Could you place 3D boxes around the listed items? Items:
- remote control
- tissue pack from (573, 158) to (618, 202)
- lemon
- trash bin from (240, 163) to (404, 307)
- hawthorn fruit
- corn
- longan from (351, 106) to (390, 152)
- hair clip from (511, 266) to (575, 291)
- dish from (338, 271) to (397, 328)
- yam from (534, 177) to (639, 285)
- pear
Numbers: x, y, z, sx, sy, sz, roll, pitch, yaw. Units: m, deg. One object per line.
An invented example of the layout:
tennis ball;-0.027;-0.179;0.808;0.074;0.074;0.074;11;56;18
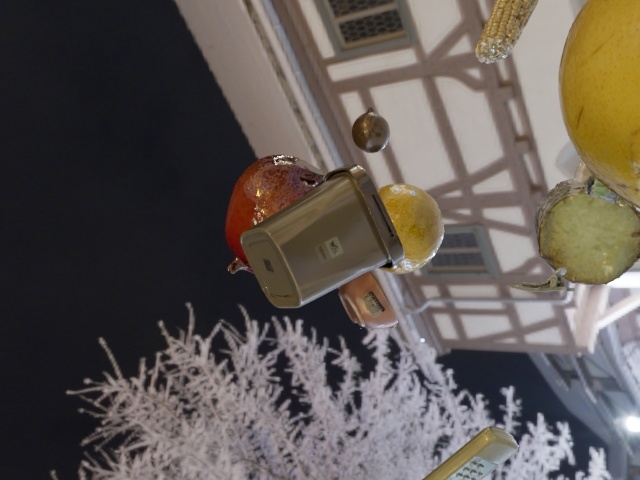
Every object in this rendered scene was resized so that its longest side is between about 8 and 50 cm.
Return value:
remote control;0.243;0.416;1.254;0.098;0.233;0.038;31;-158;-39
tissue pack;0.486;-0.138;1.203;0.085;0.079;0.111;-74;0;-55
lemon;0.207;-0.033;1.840;0.236;0.236;0.263;59;-178;-34
trash bin;0.000;0.000;1.364;0.250;0.219;0.219;-29;-83;-26
hawthorn fruit;-0.085;-0.052;1.702;0.295;0.295;0.311;-32;-31;-51
corn;0.379;-0.442;1.420;0.087;0.087;0.210;48;-124;-42
longan;0.121;-0.267;1.709;0.113;0.092;0.113;-3;-90;-83
hair clip;0.367;0.068;1.173;0.030;0.115;0.039;11;-102;-29
dish;0.112;0.165;1.869;0.090;0.213;0.213;-28;-63;-10
yam;0.535;-0.027;1.430;0.300;0.195;0.195;-33;-64;-72
pear;0.442;-0.180;0.794;0.348;0.349;0.348;6;-97;-55
